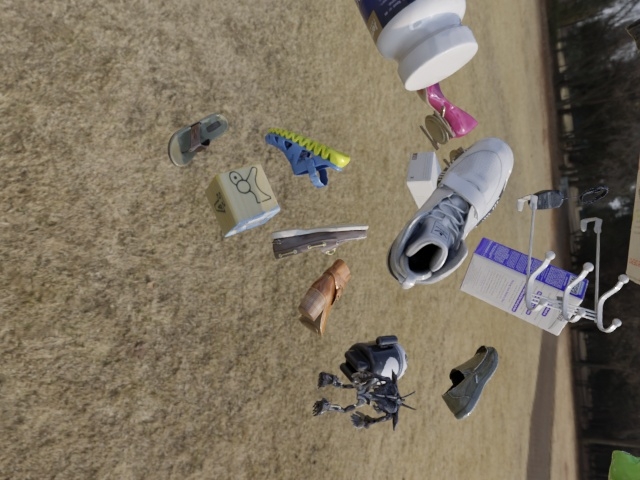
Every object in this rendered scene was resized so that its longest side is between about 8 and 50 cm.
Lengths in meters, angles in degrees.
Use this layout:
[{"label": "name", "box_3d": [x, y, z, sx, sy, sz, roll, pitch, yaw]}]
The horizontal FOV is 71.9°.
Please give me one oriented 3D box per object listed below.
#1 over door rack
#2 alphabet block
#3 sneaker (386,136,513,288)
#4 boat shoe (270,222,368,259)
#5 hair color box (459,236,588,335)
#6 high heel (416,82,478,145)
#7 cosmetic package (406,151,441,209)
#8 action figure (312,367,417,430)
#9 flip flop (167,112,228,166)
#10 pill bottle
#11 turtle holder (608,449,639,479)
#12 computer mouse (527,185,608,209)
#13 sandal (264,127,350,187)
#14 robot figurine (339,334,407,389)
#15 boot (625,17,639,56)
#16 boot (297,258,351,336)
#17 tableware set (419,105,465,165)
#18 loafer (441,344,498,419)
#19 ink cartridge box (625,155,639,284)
[{"label": "over door rack", "box_3d": [0.626, 0.041, 1.102, 0.239, 0.108, 0.325, 16, 62, -13]}, {"label": "alphabet block", "box_3d": [-0.297, -0.151, 1.668, 0.192, 0.193, 0.197, -22, 86, -33]}, {"label": "sneaker", "box_3d": [0.264, -0.049, 0.876, 0.137, 0.366, 0.210, 37, 10, 4]}, {"label": "boat shoe", "box_3d": [0.000, 0.000, 1.461, 0.116, 0.323, 0.097, -100, -176, -85]}, {"label": "hair color box", "box_3d": [0.654, 0.147, 1.449, 0.110, 0.338, 0.185, -43, 150, -37]}, {"label": "high heel", "box_3d": [0.467, -0.547, 1.647, 0.377, 0.181, 0.127, 60, 7, -40]}, {"label": "cosmetic package", "box_3d": [0.359, -0.179, 1.465, 0.231, 0.085, 0.118, 47, 49, -53]}, {"label": "action figure", "box_3d": [0.119, 0.431, 1.217, 0.275, 0.141, 0.164, 12, 66, -16]}, {"label": "flip flop", "box_3d": [-0.435, -0.371, 1.599, 0.277, 0.080, 0.112, -43, 128, -27]}, {"label": "pill bottle", "box_3d": [0.139, -0.392, 0.711, 0.153, 0.153, 0.265, -14, 79, -59]}, {"label": "turtle holder", "box_3d": [0.411, 0.429, 0.493, 0.320, 0.243, 0.227, -47, 105, -21]}, {"label": "computer mouse", "box_3d": [0.827, -0.151, 1.486, 0.041, 0.241, 0.071, -68, 147, -57]}, {"label": "sandal", "box_3d": [-0.063, -0.276, 1.462, 0.126, 0.317, 0.138, -5, 121, -60]}, {"label": "robot figurine", "box_3d": [0.212, 0.475, 1.709, 0.278, 0.209, 0.174, 4, 63, -38]}, {"label": "boot", "box_3d": [0.843, -0.405, 0.935, 0.118, 0.337, 0.223, 165, -82, -86]}, {"label": "boot", "box_3d": [0.017, 0.199, 1.523, 0.220, 0.108, 0.284, -51, 153, -23]}, {"label": "tableware set", "box_3d": [0.333, -0.241, 1.105, 0.194, 0.039, 0.128, 55, -5, 0]}, {"label": "loafer", "box_3d": [0.413, 0.372, 1.223, 0.087, 0.094, 0.251, 38, 50, 11]}, {"label": "ink cartridge box", "box_3d": [0.901, -0.074, 1.101, 0.279, 0.160, 0.386, -8, 103, -66]}]
